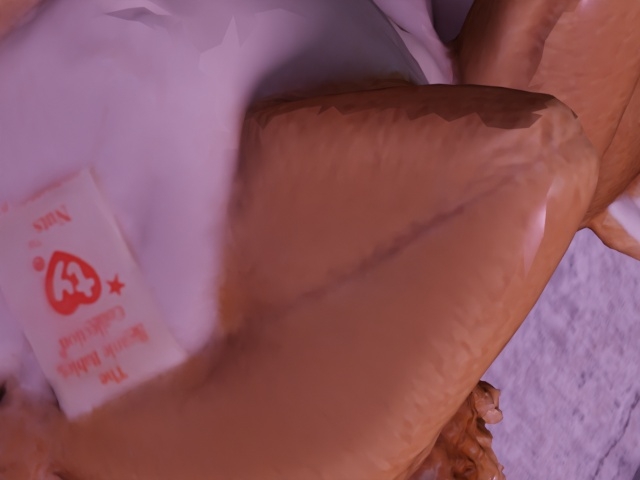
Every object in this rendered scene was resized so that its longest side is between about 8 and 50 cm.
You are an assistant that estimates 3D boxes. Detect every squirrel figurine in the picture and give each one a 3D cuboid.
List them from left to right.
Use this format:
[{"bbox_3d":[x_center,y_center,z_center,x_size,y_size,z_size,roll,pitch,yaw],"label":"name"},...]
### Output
[{"bbox_3d":[0.000,0.000,0.781,0.370,0.281,0.397,-24,139,-58],"label":"squirrel figurine"}]
